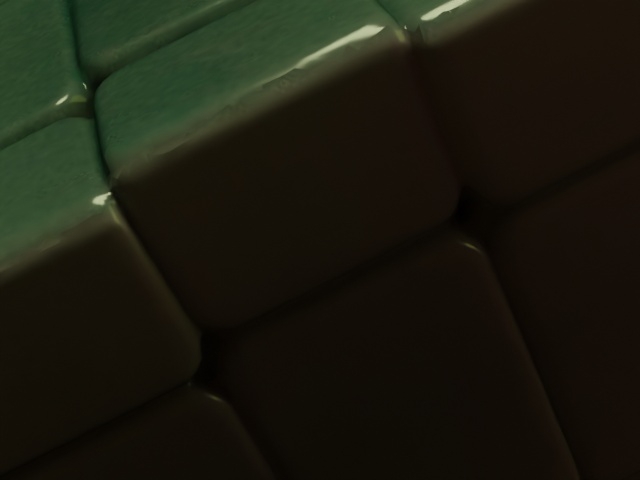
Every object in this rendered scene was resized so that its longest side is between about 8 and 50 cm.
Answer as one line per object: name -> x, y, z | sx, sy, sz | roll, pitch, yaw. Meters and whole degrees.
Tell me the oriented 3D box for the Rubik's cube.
Rubik's cube -> 0.000, 0.000, 0.541 | 0.319, 0.316, 0.322 | 62, -1, -34
